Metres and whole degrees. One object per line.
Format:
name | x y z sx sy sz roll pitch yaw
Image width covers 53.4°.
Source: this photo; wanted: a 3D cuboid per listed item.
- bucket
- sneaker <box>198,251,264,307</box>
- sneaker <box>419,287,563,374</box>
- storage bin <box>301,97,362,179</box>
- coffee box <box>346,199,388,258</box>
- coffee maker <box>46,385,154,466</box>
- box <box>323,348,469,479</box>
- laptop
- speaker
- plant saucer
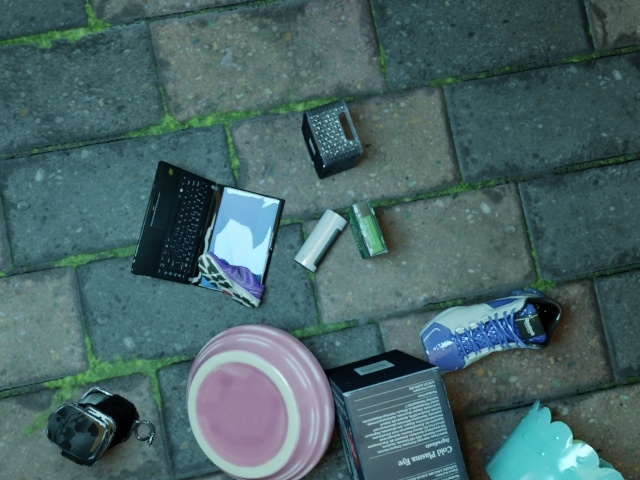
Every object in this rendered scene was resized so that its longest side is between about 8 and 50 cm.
bucket | 0.482 0.479 1.277 0.281 0.281 0.183 42 93 0
sneaker | -0.184 0.073 1.323 0.170 0.068 0.071 45 55 -34
sneaker | 0.370 0.180 1.331 0.316 0.182 0.127 -21 86 -5
storage bin | 0.020 -0.209 1.336 0.085 0.180 0.122 -20 87 -6
coffee box | 0.094 -0.018 1.326 0.041 0.184 0.113 -19 89 -2
coffee maker | -0.429 0.368 1.263 0.171 0.178 0.120 5 86 -4
box | 0.141 0.395 1.218 0.179 0.343 0.312 -15 86 -7
laptop | -0.227 -0.014 1.326 0.137 0.264 0.234 9 83 33
speaker | 0.000 0.000 1.383 0.055 0.055 0.136 34 84 -1
plant saucer | -0.138 0.334 1.262 0.332 0.084 0.331 2 94 25
